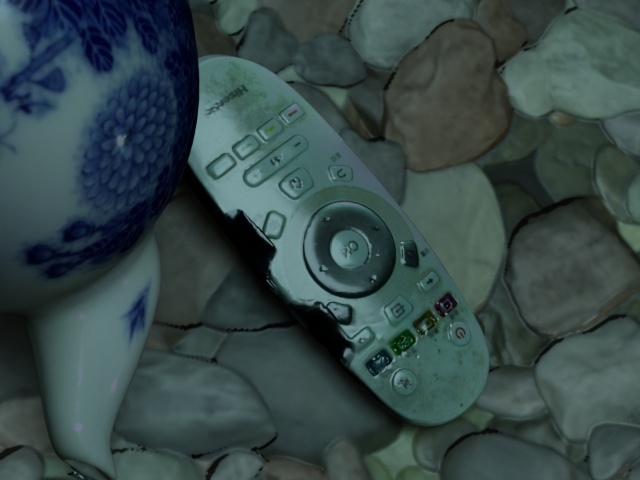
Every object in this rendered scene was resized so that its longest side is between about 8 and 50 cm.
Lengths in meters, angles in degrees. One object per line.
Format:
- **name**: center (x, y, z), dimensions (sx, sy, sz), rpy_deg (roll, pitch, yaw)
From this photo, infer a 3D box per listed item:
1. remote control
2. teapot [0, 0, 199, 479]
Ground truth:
- **remote control**: center (0.001, 0.000, 0.781), dimensions (0.097, 0.045, 0.256), rpy_deg (-36, 85, -23)
- **teapot**: center (-0.198, -0.061, 0.628), dimensions (0.424, 0.252, 0.280), rpy_deg (54, 50, -24)
